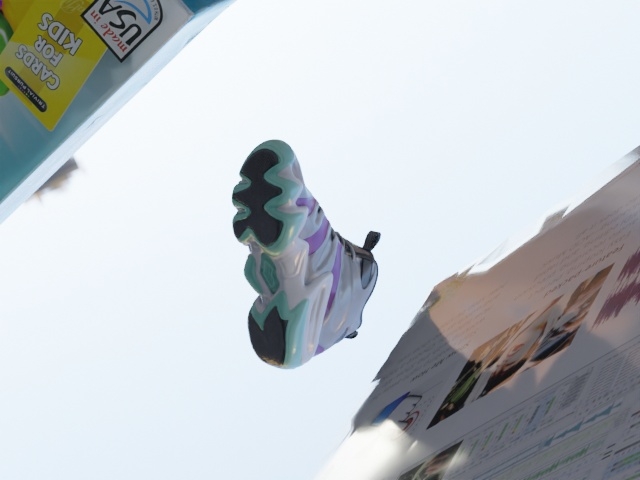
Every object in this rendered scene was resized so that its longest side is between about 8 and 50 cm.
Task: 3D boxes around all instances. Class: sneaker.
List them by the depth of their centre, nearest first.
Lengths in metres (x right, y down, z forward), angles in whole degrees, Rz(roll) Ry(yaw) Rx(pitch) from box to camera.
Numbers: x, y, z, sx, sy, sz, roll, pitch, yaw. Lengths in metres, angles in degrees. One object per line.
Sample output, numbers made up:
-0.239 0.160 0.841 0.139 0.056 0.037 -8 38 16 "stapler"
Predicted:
0.000 0.000 0.675 0.069 0.098 0.038 -18 -153 -38 "sneaker"

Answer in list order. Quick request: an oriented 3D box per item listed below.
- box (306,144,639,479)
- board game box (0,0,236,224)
0.055 0.076 0.429 0.232 0.058 0.322 -39 -171 45 "box"
-0.249 -0.142 1.007 0.336 0.253 0.079 -39 -179 30 "board game box"
